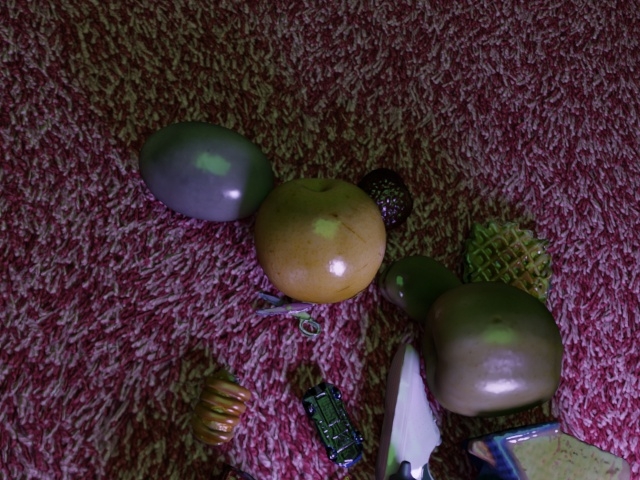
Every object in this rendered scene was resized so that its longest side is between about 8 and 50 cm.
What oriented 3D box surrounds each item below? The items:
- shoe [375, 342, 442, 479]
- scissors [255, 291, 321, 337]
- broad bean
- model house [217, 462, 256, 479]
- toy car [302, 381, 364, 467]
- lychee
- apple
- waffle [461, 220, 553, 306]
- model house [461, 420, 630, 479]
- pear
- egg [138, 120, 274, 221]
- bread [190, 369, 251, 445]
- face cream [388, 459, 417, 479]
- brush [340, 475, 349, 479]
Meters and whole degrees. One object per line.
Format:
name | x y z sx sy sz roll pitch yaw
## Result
shoe | 0.248 0.454 1.540 0.160 0.132 0.362 14 72 -8
scissors | -0.082 0.185 1.615 0.187 0.020 0.133 12 72 -11
broad bean | 0.289 0.137 1.685 0.263 0.121 0.189 27 68 -17
model house | -0.204 0.645 1.318 0.160 0.196 0.254 29 67 -4
toy car | 0.031 0.466 1.515 0.103 0.063 0.216 -24 83 -20
lychee | 0.169 -0.107 1.711 0.188 0.188 0.188 5 69 -12
apple | 0.426 0.270 1.504 0.357 0.357 0.357 5 69 -12
waffle | 0.552 0.094 1.780 0.297 0.073 0.317 12 70 -10
model house | 0.477 0.636 1.446 0.343 0.334 0.382 23 71 6
pear | 0.000 0.000 1.531 0.349 0.348 0.348 5 69 -12
egg | -0.296 -0.179 1.568 0.352 0.258 0.258 14 67 -2
bread | -0.243 0.409 1.459 0.119 0.084 0.177 22 70 -5
face cream | 0.182 0.676 1.407 0.092 0.092 0.311 8 88 -11
brush | 0.036 0.612 1.483 0.083 0.021 0.018 -34 79 -17
